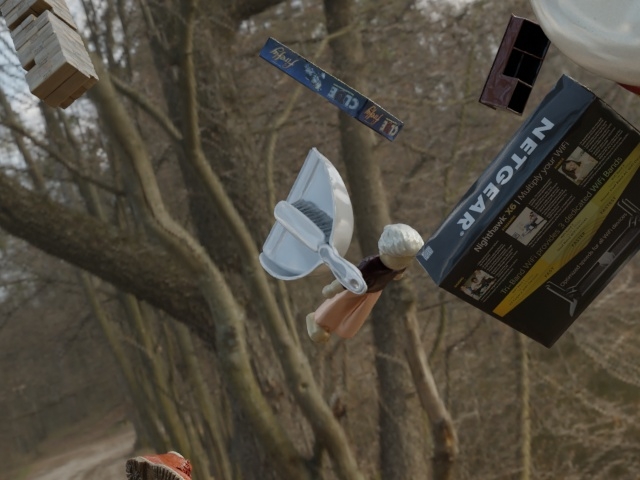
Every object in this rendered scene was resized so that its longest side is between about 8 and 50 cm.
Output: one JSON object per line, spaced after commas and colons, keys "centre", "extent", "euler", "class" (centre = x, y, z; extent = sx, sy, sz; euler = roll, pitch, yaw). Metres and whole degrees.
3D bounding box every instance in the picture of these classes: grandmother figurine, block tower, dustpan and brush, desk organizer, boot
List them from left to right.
{"centre": [-0.505, -0.380, 1.590], "extent": [0.097, 0.336, 0.091], "euler": [-36, -34, 12], "class": "block tower"}
{"centre": [-0.216, 0.350, 1.297], "extent": [0.084, 0.059, 0.157], "euler": [-3, 8, -40], "class": "boot"}
{"centre": [0.000, 0.000, 0.929], "extent": [0.060, 0.211, 0.147], "euler": [11, -68, -45], "class": "dustpan and brush"}
{"centre": [0.103, 0.083, 1.784], "extent": [0.207, 0.104, 0.342], "euler": [-26, -19, -43], "class": "grandmother figurine"}
{"centre": [0.277, -0.246, 1.230], "extent": [0.047, 0.130, 0.050], "euler": [13, 10, -45], "class": "desk organizer"}

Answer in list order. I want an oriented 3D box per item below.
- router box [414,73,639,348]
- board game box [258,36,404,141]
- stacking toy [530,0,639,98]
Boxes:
{"centre": [0.315, -0.027, 1.164], "extent": [0.242, 0.081, 0.309], "euler": [29, -73, -32], "class": "router box"}
{"centre": [0.021, -0.273, 1.581], "extent": [0.042, 0.243, 0.165], "euler": [-57, -27, 9], "class": "board game box"}
{"centre": [0.493, -0.285, 1.141], "extent": [0.350, 0.351, 0.480], "euler": [-20, -23, 22], "class": "stacking toy"}
